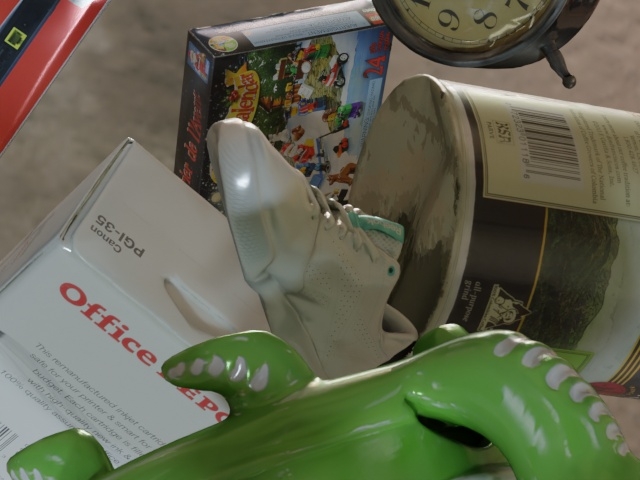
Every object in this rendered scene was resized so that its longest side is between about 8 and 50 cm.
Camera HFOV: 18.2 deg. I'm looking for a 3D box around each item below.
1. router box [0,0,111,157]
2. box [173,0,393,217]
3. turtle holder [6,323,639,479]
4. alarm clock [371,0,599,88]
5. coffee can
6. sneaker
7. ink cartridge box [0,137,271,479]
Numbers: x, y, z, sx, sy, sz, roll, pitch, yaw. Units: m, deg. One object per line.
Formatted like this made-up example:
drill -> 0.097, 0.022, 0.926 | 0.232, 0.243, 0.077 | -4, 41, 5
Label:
router box -> -0.242, -0.076, 1.272 | 0.082, 0.301, 0.335 | 35, 6, -11
box -> -0.034, -0.068, 1.557 | 0.159, 0.233, 0.044 | -14, 42, -28
turtle holder -> 0.026, 0.163, 0.960 | 0.320, 0.243, 0.227 | -22, 74, 11
alarm clock -> 0.074, -0.164, 1.067 | 0.192, 0.129, 0.064 | 25, 16, 25
coffee can -> 0.177, 0.005, 1.366 | 0.275, 0.201, 0.201 | 8, 46, -19
sneaker -> 0.000, 0.000, 1.132 | 0.094, 0.212, 0.080 | -19, 47, 3
ink cartridge box -> -0.143, 0.091, 1.356 | 0.207, 0.283, 0.117 | 40, 44, -12
